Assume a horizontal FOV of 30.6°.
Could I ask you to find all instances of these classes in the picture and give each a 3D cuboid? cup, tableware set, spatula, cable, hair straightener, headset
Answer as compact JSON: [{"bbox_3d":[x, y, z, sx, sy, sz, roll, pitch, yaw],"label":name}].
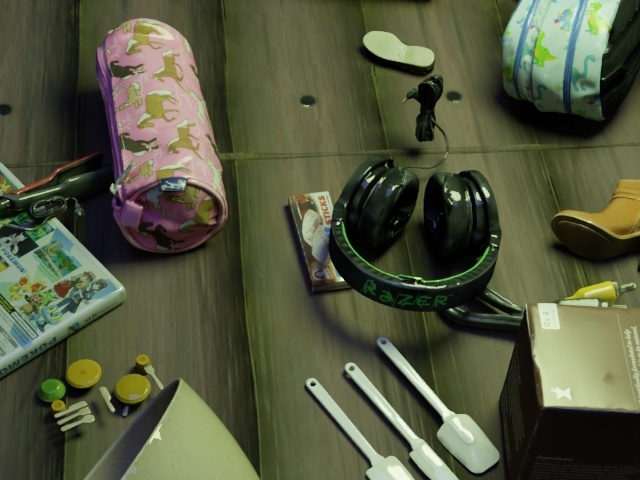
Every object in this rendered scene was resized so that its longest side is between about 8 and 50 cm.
[{"bbox_3d":[-0.166,0.352,1.282,0.237,0.331,0.331,39,53,-6],"label":"cup"},{"bbox_3d":[-0.294,0.197,1.562,0.154,0.024,0.104,-23,52,-20],"label":"tableware set"},{"bbox_3d":[0.105,0.241,1.560,0.168,0.019,0.242,-30,57,-20],"label":"spatula"},{"bbox_3d":[0.314,0.122,1.669,0.287,0.072,0.139,-1,66,11],"label":"cable"},{"bbox_3d":[-0.385,-0.068,1.726,0.089,0.047,0.230,38,37,24],"label":"hair straightener"},{"bbox_3d":[0.147,-0.070,1.711,0.243,0.185,0.394,9,41,2],"label":"headset"}]

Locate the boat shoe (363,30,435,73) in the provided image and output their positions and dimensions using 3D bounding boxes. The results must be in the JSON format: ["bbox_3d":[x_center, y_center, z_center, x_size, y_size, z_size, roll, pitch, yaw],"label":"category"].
[{"bbox_3d":[0.135,-0.323,2.023,0.133,0.042,0.049,22,77,15],"label":"boat shoe"}]

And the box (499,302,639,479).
[{"bbox_3d":[0.329,0.208,1.475,0.167,0.203,0.168,4,47,-2],"label":"box"}]

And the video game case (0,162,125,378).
[{"bbox_3d":[-0.494,0.053,1.659,0.300,0.036,0.329,-33,59,-28],"label":"video game case"}]

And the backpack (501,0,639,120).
[{"bbox_3d":[0.445,-0.362,1.947,0.273,0.290,0.355,4,56,10],"label":"backpack"}]

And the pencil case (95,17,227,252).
[{"bbox_3d":[-0.249,-0.167,1.784,0.160,0.167,0.386,-22,50,8],"label":"pencil case"}]

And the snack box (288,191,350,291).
[{"bbox_3d":[0.000,0.000,1.749,0.064,0.022,0.178,-7,50,-12],"label":"snack box"}]

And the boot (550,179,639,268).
[{"bbox_3d":[0.452,-0.040,1.789,0.197,0.073,0.152,20,51,-3],"label":"boot"}]
